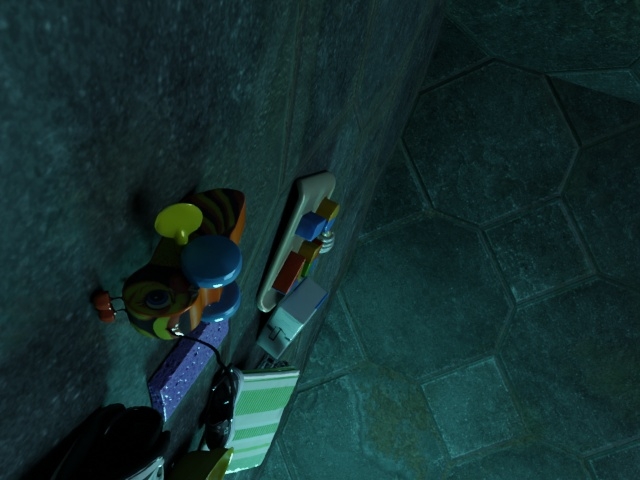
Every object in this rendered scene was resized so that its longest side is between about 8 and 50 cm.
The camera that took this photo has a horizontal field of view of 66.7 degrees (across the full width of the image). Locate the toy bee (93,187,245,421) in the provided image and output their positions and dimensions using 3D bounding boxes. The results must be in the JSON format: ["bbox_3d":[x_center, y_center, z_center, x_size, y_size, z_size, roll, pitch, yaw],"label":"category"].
[{"bbox_3d":[-0.172,0.043,0.574,0.298,0.162,0.195,-103,-161,-62],"label":"toy bee"}]

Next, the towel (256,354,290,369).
[{"bbox_3d":[-0.197,0.541,1.542,0.283,0.121,0.235,-53,162,-56],"label":"towel"}]

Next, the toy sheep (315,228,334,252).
[{"bbox_3d":[0.000,0.000,1.524,0.091,0.091,0.132,-60,-179,-40],"label":"toy sheep"}]

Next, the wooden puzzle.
[{"bbox_3d":[-0.039,-0.002,1.305,0.322,0.080,0.347,-38,149,-70],"label":"wooden puzzle"}]

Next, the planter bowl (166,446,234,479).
[{"bbox_3d":[-0.295,0.554,1.114,0.217,0.090,0.217,-59,168,-21],"label":"planter bowl"}]

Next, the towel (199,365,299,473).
[{"bbox_3d":[-0.203,0.492,1.326,0.248,0.038,0.324,10,106,-45],"label":"towel"}]

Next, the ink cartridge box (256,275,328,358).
[{"bbox_3d":[-0.082,0.219,1.375,0.148,0.086,0.203,-47,172,-47],"label":"ink cartridge box"}]

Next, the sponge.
[{"bbox_3d":[-0.230,0.205,0.874,0.117,0.031,0.210,102,15,-47],"label":"sponge"}]

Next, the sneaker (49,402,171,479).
[{"bbox_3d":[-0.255,0.377,0.712,0.257,0.169,0.447,-64,167,-10],"label":"sneaker"}]

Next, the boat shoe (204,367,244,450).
[{"bbox_3d":[-0.241,0.415,1.159,0.076,0.080,0.228,-17,129,-67],"label":"boat shoe"}]
